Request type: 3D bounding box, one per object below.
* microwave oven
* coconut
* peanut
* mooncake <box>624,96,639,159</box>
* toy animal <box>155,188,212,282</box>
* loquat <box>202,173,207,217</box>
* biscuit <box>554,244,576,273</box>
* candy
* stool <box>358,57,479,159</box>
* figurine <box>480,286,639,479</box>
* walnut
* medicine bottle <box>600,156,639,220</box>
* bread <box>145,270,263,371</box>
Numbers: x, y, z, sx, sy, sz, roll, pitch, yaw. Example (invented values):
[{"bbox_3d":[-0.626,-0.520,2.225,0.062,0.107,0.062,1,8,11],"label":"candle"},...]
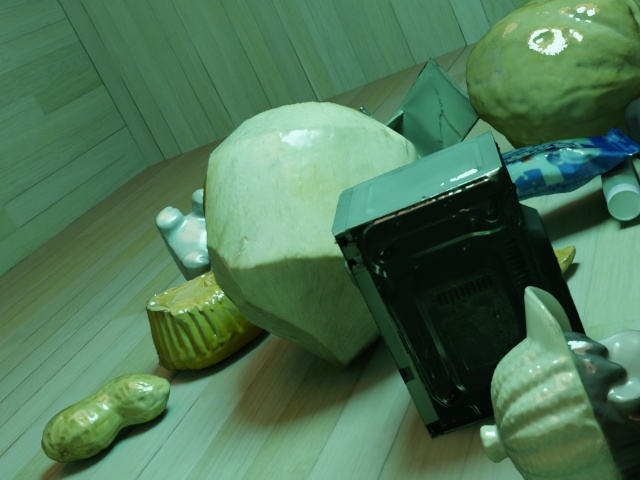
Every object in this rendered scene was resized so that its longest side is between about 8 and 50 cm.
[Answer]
[{"bbox_3d":[0.170,0.056,1.005,0.237,0.295,0.181,-21,18,15],"label":"microwave oven"},{"bbox_3d":[0.000,0.000,1.294,0.415,0.415,0.344,-37,0,-31],"label":"coconut"},{"bbox_3d":[-0.360,0.295,1.395,0.229,0.098,0.103,-32,60,-15],"label":"peanut"},{"bbox_3d":[0.641,-0.199,1.321,0.283,0.141,0.283,-21,11,4],"label":"mooncake"},{"bbox_3d":[-0.170,-0.042,1.837,0.367,0.196,0.241,-39,-23,-4],"label":"toy animal"},{"bbox_3d":[-0.097,-0.074,1.582,0.263,0.263,0.263,-24,18,8],"label":"loquat"},{"bbox_3d":[0.275,0.062,1.270,0.224,0.033,0.144,-13,23,40],"label":"biscuit"},{"bbox_3d":[0.352,-0.115,1.353,0.331,0.077,0.187,-14,18,6],"label":"candy"},{"bbox_3d":[0.169,-0.201,1.757,0.243,0.170,0.270,-38,-11,-33],"label":"stool"},{"bbox_3d":[0.315,0.160,0.750,0.332,0.185,0.204,8,64,31],"label":"figurine"},{"bbox_3d":[0.472,-0.312,1.584,0.381,0.381,0.381,-24,18,8],"label":"walnut"},{"bbox_3d":[0.480,-0.078,1.313,0.055,0.074,0.118,-18,20,23],"label":"medicine bottle"},{"bbox_3d":[-0.209,0.138,1.552,0.240,0.139,0.240,-20,18,7],"label":"bread"}]
